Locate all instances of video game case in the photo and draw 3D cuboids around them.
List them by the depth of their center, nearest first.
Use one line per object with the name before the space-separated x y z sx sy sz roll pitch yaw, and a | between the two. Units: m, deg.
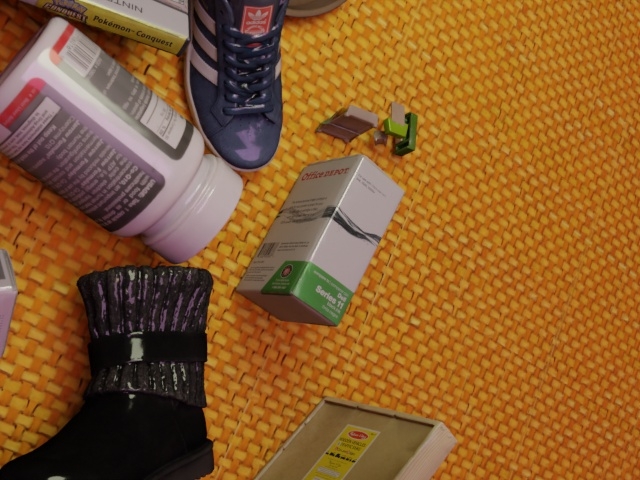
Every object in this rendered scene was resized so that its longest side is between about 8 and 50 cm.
video game case | -0.269 -0.358 1.041 0.248 0.035 0.275 14 53 -30

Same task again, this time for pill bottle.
pill bottle | -0.239 -0.106 1.044 0.283 0.161 0.161 40 69 -24

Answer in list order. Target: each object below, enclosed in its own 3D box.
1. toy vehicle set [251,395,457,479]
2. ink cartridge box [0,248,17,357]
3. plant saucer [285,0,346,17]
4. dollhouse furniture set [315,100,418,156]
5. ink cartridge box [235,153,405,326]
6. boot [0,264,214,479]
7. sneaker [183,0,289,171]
toy vehicle set | 0.032 0.280 1.132 0.166 0.267 0.035 -46 110 -23
ink cartridge box | -0.459 0.113 0.900 0.275 0.239 0.060 -5 54 -32
plant saucer | -0.051 -0.441 1.245 0.277 0.041 0.278 1 87 -32
dollhouse furniture set | 0.073 -0.172 1.295 0.151 0.076 0.059 16 67 -32
ink cartridge box | 0.000 0.000 1.191 0.087 0.153 0.208 37 71 -26
boot | -0.237 0.159 1.002 0.348 0.131 0.260 -7 96 -67
sneaker | -0.095 -0.253 1.121 0.131 0.148 0.350 -12 105 -23
